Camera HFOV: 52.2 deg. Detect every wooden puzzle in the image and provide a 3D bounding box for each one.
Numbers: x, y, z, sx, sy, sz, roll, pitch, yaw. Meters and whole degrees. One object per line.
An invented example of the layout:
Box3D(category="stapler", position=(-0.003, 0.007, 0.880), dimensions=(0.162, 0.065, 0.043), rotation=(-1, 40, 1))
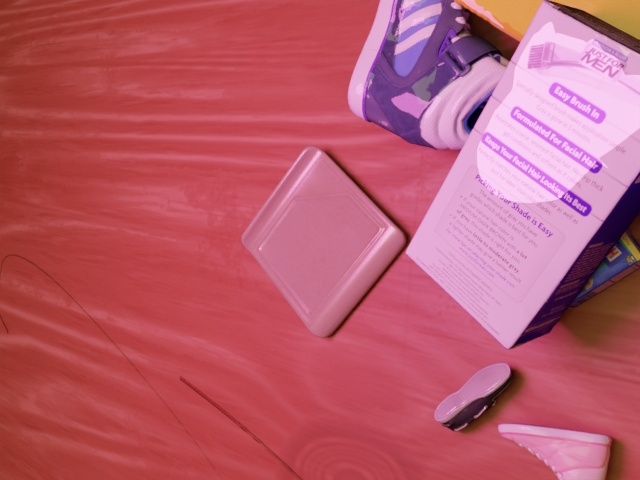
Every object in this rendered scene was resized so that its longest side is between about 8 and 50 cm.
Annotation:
Box3D(category="wooden puzzle", position=(0.000, 0.000, 1.055), dimensions=(0.238, 0.044, 0.221), rotation=(48, 112, 27))

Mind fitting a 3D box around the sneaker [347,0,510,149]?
Box3D(category="sneaker", position=(0.196, -0.281, 0.900), dimensions=(0.236, 0.130, 0.322), rotation=(25, 94, 27))

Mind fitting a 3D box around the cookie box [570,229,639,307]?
Box3D(category="cookie box", position=(0.325, 0.016, 0.799), dimensions=(0.107, 0.040, 0.091), rotation=(-41, 62, 26))

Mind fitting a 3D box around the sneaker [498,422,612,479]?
Box3D(category="sneaker", position=(0.280, 0.261, 0.793), dimensions=(0.134, 0.051, 0.070), rotation=(0, 79, 33))

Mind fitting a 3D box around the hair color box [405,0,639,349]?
Box3D(category="hair color box", position=(0.255, -0.066, 0.736), dimensions=(0.185, 0.110, 0.338), rotation=(46, 128, 31))

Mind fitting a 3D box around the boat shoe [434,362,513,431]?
Box3D(category="boat shoe", position=(0.208, 0.210, 0.864), dimensions=(0.125, 0.038, 0.046), rotation=(-44, 18, 18))

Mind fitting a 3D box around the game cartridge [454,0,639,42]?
Box3D(category="game cartridge", position=(0.345, -0.324, 0.725), dimensions=(0.324, 0.053, 0.285), rotation=(39, 117, 16))
